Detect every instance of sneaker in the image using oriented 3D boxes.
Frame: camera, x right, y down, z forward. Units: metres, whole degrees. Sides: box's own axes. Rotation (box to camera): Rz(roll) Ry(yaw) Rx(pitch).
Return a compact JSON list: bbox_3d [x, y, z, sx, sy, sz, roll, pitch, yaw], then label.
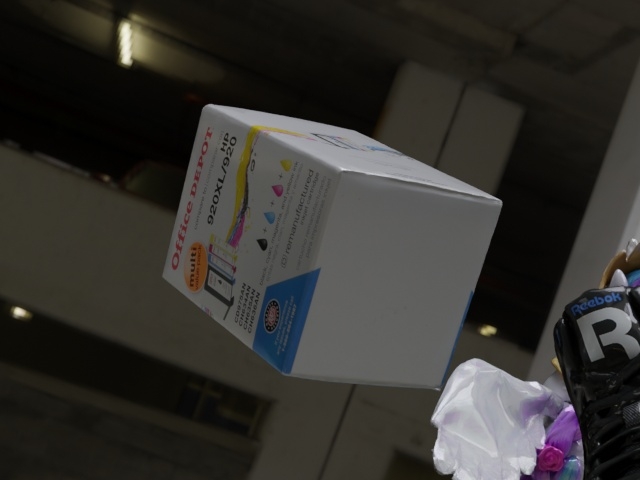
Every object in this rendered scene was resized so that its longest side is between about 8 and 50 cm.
[{"bbox_3d":[0.121,0.075,0.487,0.079,0.121,0.217,-27,-15,18],"label":"sneaker"}]

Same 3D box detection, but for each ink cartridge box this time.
[{"bbox_3d":[0.000,0.000,1.056,0.168,0.171,0.232,8,13,-34],"label":"ink cartridge box"}]

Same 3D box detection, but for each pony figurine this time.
[{"bbox_3d":[0.238,0.206,1.221,0.302,0.351,0.363,23,-51,0],"label":"pony figurine"}]
